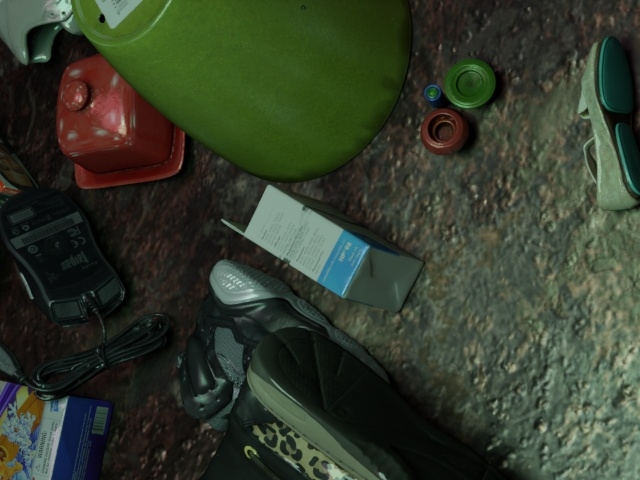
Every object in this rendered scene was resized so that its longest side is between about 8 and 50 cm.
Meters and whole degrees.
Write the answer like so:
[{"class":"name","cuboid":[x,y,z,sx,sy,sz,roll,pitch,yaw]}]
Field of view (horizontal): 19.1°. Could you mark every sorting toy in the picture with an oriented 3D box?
[{"class":"sorting toy","cuboid":[0.133,-0.130,1.874,0.061,0.042,0.102,31,87,20]}]

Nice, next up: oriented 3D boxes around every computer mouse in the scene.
[{"class":"computer mouse","cuboid":[-0.300,0.067,2.078,0.184,0.060,0.262,-30,61,-22]}]

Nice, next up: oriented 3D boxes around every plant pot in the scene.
[{"class":"plant pot","cuboid":[-0.101,-0.219,1.895,0.275,0.293,0.274,-8,76,34]}]

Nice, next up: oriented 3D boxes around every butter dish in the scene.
[{"class":"butter dish","cuboid":[-0.235,-0.146,2.082,0.160,0.118,0.160,-6,77,34]}]

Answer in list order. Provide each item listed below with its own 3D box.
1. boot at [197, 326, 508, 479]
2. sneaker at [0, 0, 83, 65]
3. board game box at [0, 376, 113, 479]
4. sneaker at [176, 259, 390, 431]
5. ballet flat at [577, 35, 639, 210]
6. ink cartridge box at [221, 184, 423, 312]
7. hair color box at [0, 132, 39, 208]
[{"class":"boot","cuboid":[0.030,0.294,1.774,0.377,0.138,0.284,41,127,9]},{"class":"sneaker","cuboid":[-0.276,-0.304,2.171,0.262,0.099,0.121,-44,66,28]},{"class":"board game box","cuboid":[-0.372,0.325,2.103,0.233,0.078,0.347,8,85,36]},{"class":"sneaker","cuboid":[-0.045,0.142,1.902,0.268,0.101,0.153,40,104,40]},{"class":"ballet flat","cuboid":[0.262,-0.108,1.765,0.052,0.057,0.168,-21,68,41]},{"class":"ink cartridge box","cuboid":[0.000,0.000,1.894,0.180,0.104,0.060,32,99,35]},{"class":"hair color box","cuboid":[-0.384,-0.087,2.203,0.043,0.072,0.141,-49,58,17]}]
